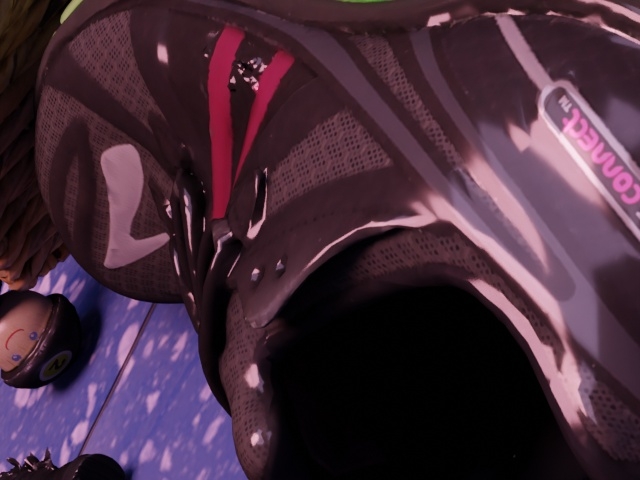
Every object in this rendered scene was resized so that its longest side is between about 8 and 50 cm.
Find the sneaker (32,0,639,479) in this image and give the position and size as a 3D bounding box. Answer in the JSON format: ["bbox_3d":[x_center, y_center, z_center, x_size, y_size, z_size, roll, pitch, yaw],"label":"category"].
[{"bbox_3d":[0.000,0.000,0.648,0.483,0.185,0.202,3,63,60],"label":"sneaker"}]

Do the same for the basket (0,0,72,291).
[{"bbox_3d":[-0.167,-0.168,0.888,0.223,0.213,0.299,29,69,28],"label":"basket"}]

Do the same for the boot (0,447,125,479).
[{"bbox_3d":[-0.151,0.161,0.896,0.099,0.045,0.121,-19,43,49],"label":"boot"}]

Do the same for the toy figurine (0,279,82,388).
[{"bbox_3d":[-0.220,-0.002,1.064,0.213,0.148,0.209,-29,36,48],"label":"toy figurine"}]
